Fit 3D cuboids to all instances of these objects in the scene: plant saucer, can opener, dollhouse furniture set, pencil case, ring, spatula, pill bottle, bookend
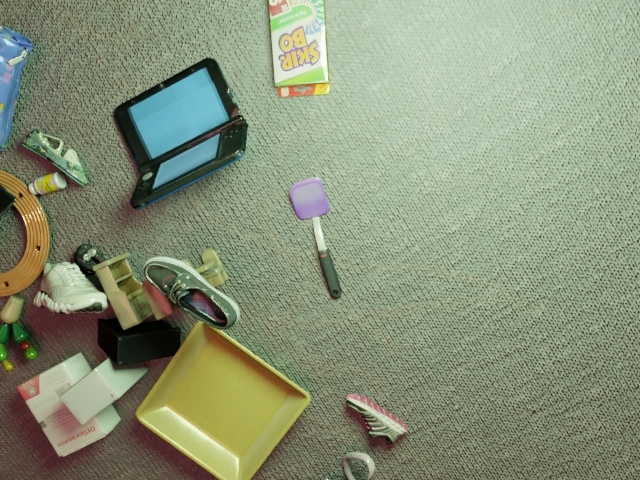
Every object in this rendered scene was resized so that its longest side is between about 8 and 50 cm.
[{"bbox_3d":[-0.239,0.402,1.445,0.333,0.081,0.332,36,103,0],"label":"plant saucer"},{"bbox_3d":[-0.539,0.077,1.449,0.186,0.073,0.059,36,64,-3],"label":"can opener"},{"bbox_3d":[-0.369,0.080,1.337,0.242,0.212,0.161,-22,96,10],"label":"dollhouse furniture set"},{"bbox_3d":[-0.774,-0.359,1.363,0.133,0.119,0.306,28,104,19],"label":"pencil case"},{"bbox_3d":[-0.847,-0.021,1.479,0.337,0.032,0.336,1,101,8],"label":"ring"},{"bbox_3d":[0.000,0.000,1.366,0.084,0.030,0.296,-14,98,11],"label":"spatula"},{"bbox_3d":[-0.678,-0.139,1.428,0.083,0.043,0.043,-16,97,11],"label":"pill bottle"},{"bbox_3d":[-0.456,0.240,1.440,0.157,0.156,0.072,17,107,50],"label":"bookend"}]

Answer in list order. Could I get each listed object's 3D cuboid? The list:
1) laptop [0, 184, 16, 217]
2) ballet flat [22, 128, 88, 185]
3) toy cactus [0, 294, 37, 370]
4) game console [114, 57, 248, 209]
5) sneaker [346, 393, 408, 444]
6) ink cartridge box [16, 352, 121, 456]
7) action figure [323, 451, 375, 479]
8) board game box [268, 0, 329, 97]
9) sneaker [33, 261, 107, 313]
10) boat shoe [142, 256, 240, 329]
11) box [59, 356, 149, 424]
[{"bbox_3d":[-1.020,-0.034,1.478,0.382,0.236,0.408,37,135,5],"label":"laptop"},{"bbox_3d":[-0.636,-0.209,1.403,0.188,0.070,0.070,34,103,-3],"label":"ballet flat"},{"bbox_3d":[-0.832,0.228,1.494,0.219,0.112,0.180,25,93,12],"label":"toy cactus"},{"bbox_3d":[-0.331,-0.245,1.303,0.293,0.250,0.173,-25,122,12],"label":"game console"},{"bbox_3d":[0.127,0.442,1.409,0.170,0.063,0.074,33,96,-4],"label":"sneaker"},{"bbox_3d":[-0.651,0.427,1.500,0.159,0.092,0.218,-27,93,12],"label":"ink cartridge box"},{"bbox_3d":[0.114,0.743,1.439,0.370,0.248,0.275,43,60,-13],"label":"action figure"},{"bbox_3d":[-0.048,-0.458,1.293,0.124,0.039,0.259,-2,102,9],"label":"board game box"},{"bbox_3d":[-0.604,0.113,1.381,0.292,0.110,0.118,4,86,43],"label":"sneaker"},{"bbox_3d":[-0.272,0.113,1.182,0.228,0.076,0.080,36,101,-1],"label":"boat shoe"},{"bbox_3d":[-0.532,0.353,1.429,0.130,0.170,0.091,-37,93,11],"label":"box"}]
